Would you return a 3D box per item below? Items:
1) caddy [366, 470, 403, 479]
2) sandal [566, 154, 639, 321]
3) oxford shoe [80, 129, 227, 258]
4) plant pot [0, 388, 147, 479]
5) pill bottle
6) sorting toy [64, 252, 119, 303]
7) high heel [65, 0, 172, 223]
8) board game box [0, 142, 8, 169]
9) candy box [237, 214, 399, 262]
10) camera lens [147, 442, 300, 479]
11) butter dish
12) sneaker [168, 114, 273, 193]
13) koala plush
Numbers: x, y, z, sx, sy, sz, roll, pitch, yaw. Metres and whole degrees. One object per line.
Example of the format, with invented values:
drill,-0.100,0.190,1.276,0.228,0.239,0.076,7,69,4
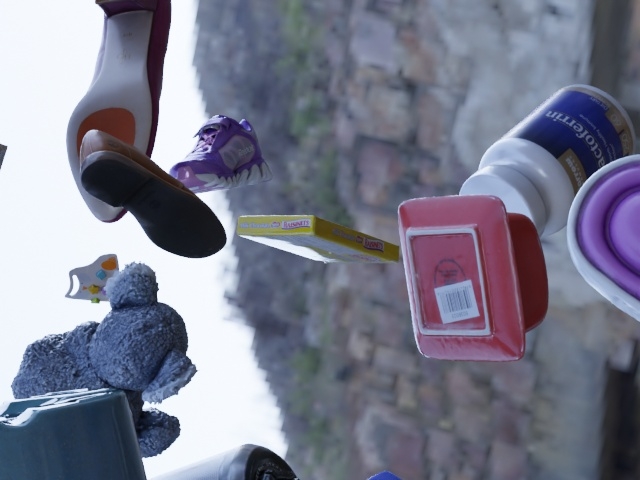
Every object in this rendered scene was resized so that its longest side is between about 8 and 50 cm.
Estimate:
caddy,0.025,0.335,1.328,0.341,0.179,0.241,-42,-20,-31
sandal,0.364,0.051,1.328,0.169,0.416,0.102,-66,-22,-10
oxford shoe,-0.176,-0.053,1.987,0.212,0.076,0.076,41,-157,-40
plant pot,-0.291,0.326,1.799,0.341,0.341,0.334,-9,-90,-71
pill bottle,0.315,-0.098,2.582,0.264,0.153,0.153,-40,-37,-39
sorting toy,-0.339,0.065,2.725,0.045,0.075,0.083,-117,34,-49
high heel,-0.252,-0.194,2.509,0.181,0.127,0.377,42,-128,-71
board game box,-0.433,-0.033,2.206,0.147,0.045,0.194,101,-173,-88
candy box,0.000,0.000,2.169,0.206,0.105,0.027,19,-109,-58
camera lens,-0.150,0.392,2.329,0.219,0.274,0.219,54,-157,-37
butter dish,0.165,0.030,1.775,0.118,0.160,0.160,-11,-86,-37
sneaker,-0.147,-0.120,2.552,0.236,0.095,0.105,-19,-77,-67
koala plush,-0.234,0.145,2.186,0.203,0.221,0.196,-3,-114,-43
